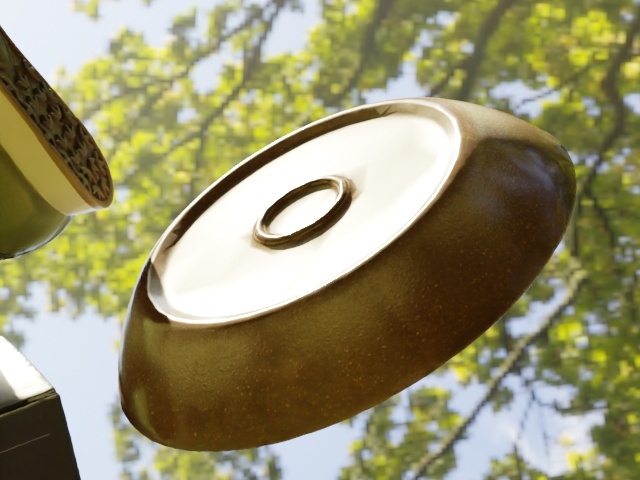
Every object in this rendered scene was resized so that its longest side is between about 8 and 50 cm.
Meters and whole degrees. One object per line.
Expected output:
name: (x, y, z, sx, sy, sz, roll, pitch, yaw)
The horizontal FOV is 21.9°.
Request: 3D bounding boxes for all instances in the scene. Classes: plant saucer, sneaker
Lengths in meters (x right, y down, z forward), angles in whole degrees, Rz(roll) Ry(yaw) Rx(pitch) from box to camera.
plant saucer: (0.000, 0.000, 0.634, 0.198, 0.198, 0.036, 8, -45, 51)
sneaker: (-0.176, -0.071, 0.693, 0.086, 0.064, 0.192, -33, -80, 16)

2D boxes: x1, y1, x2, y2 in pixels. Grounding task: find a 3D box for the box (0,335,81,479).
box: (-0.219, 0.185, 0.984, 0.108, 0.153, 0.207, 29, -48, 58)
